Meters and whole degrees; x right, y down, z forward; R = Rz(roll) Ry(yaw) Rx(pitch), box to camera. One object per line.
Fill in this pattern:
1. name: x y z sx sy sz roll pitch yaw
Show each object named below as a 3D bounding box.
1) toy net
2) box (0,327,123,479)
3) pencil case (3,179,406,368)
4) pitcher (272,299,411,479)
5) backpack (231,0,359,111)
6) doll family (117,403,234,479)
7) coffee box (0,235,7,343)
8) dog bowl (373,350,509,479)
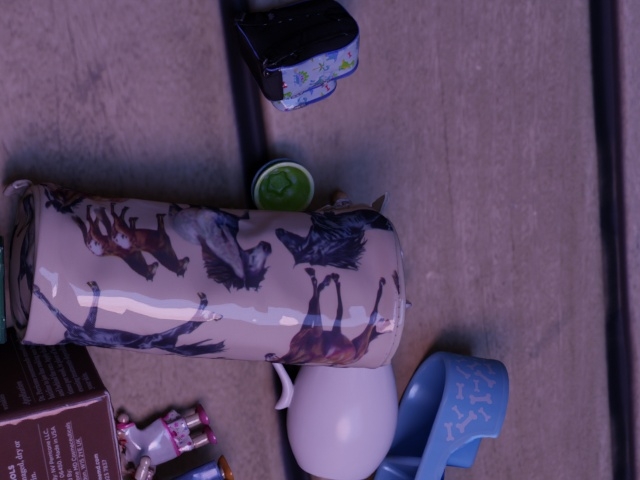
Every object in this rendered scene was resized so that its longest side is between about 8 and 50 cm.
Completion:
1. toy net: 0.000 0.000 1.739 0.232 0.045 0.122 32 98 -29
2. box: -0.408 0.211 1.590 0.381 0.191 0.143 -11 116 -16
3. pencil case: -0.122 0.030 1.615 0.410 0.183 0.160 5 154 -14
4. pitcher: 0.004 0.158 1.776 0.178 0.125 0.207 7 99 -6
5. backpack: -0.019 -0.195 1.620 0.114 0.105 0.084 -21 140 -12
6. doll family: -0.167 0.319 1.768 0.163 0.118 0.263 -23 118 -10
7. coffee box: -0.413 0.051 1.592 0.184 0.040 0.113 -2 114 -11
8. dog bowl: 0.123 0.264 1.809 0.074 0.166 0.297 22 79 -15
